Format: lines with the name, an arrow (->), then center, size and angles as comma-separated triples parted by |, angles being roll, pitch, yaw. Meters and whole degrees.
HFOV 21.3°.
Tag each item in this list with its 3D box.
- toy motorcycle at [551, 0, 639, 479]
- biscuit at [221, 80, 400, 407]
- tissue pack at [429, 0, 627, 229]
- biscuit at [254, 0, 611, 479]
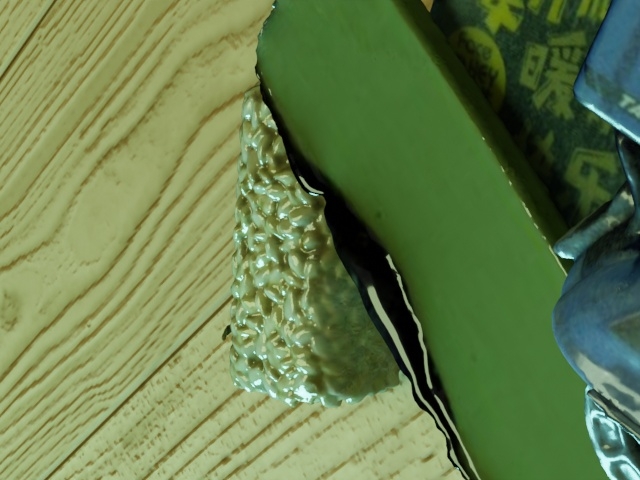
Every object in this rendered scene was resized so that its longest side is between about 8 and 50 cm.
toy motorcycle -> 0.225, 0.051, 0.499 | 0.358, 0.125, 0.212 | 36, 136, 18
biscuit -> 0.000, 0.000, 0.841 | 0.070, 0.082, 0.168 | 12, 102, 47
tissue pack -> 0.123, -0.060, 0.688 | 0.185, 0.081, 0.257 | 39, 122, 38
biscuit -> 0.064, 0.017, 0.677 | 0.099, 0.038, 0.322 | -49, 59, 38
